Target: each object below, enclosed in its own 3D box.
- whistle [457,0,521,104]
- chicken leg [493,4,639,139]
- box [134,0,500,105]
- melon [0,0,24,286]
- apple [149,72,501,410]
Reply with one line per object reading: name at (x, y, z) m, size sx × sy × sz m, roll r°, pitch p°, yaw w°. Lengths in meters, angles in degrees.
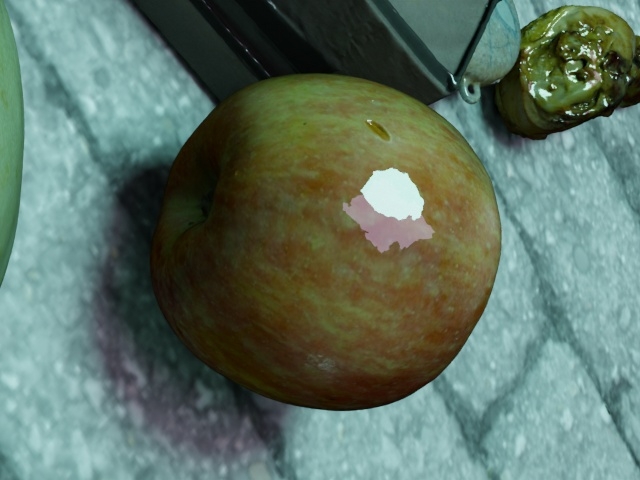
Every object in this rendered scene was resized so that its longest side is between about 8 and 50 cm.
whistle at (0.093, -0.198, 1.181) m, size 0.107 × 0.057 × 0.220 m, roll 13°, pitch 65°, yaw -43°
chicken leg at (0.215, -0.134, 1.284) m, size 0.251 × 0.107 × 0.087 m, roll -12°, pitch 78°, yaw -60°
box at (-0.012, -0.200, 0.980) m, size 0.252 × 0.153 × 0.188 m, roll 50°, pitch 45°, yaw -26°
melon at (-0.233, -0.029, 0.590) m, size 0.271 × 0.272 × 0.308 m, roll 62°, pitch 14°, yaw -17°
apple at (0.000, 0.000, 0.909) m, size 0.174 × 0.188 × 0.188 m, roll 21°, pitch 63°, yaw -30°
